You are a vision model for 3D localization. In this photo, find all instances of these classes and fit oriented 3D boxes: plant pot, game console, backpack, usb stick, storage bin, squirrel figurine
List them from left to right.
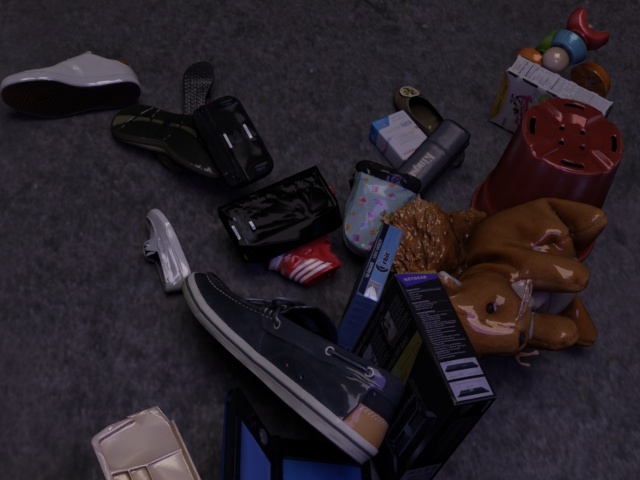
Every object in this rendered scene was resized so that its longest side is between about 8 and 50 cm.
[{"bbox_3d":[-0.239,0.420,1.442,0.123,0.262,0.260,-18,58,-22],"label":"storage bin"},{"bbox_3d":[-0.123,-0.136,1.913,0.213,0.044,0.361,-24,68,-15],"label":"game console"},{"bbox_3d":[-0.031,0.391,1.534,0.173,0.250,0.293,-16,41,11],"label":"game console"},{"bbox_3d":[0.106,-0.055,1.923,0.152,0.115,0.182,20,87,8],"label":"backpack"},{"bbox_3d":[0.207,-0.143,2.041,0.077,0.045,0.278,41,71,6],"label":"usb stick"},{"bbox_3d":[0.277,0.082,1.759,0.397,0.281,0.370,24,36,31],"label":"squirrel figurine"},{"bbox_3d":[0.462,-0.122,1.966,0.272,0.265,0.272,4,52,-5],"label":"plant pot"}]

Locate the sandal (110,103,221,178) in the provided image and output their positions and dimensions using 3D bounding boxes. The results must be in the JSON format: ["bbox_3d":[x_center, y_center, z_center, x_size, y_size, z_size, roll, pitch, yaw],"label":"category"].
[{"bbox_3d":[-0.296,-0.199,2.025,0.302,0.086,0.120,23,57,27],"label":"sandal"}]

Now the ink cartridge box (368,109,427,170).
[{"bbox_3d":[0.175,-0.212,2.123,0.088,0.052,0.122,-24,59,-24],"label":"ink cartridge box"}]

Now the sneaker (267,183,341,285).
[{"bbox_3d":[0.000,0.000,1.928,0.128,0.087,0.221,32,66,5],"label":"sneaker"}]

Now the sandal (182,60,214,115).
[{"bbox_3d":[-0.269,-0.310,2.141,0.067,0.040,0.179,4,67,1],"label":"sandal"}]

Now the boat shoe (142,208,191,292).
[{"bbox_3d":[-0.302,0.021,1.868,0.063,0.066,0.184,-17,67,-22],"label":"boat shoe"}]

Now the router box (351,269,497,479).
[{"bbox_3d":[0.148,0.236,1.613,0.081,0.309,0.243,-6,54,-25],"label":"router box"}]

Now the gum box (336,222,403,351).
[{"bbox_3d":[0.079,0.084,1.691,0.041,0.184,0.157,23,53,0],"label":"gum box"}]

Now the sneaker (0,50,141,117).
[{"bbox_3d":[-0.534,-0.336,2.081,0.290,0.106,0.123,-5,49,-26],"label":"sneaker"}]

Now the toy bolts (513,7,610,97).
[{"bbox_3d":[0.550,-0.385,2.225,0.218,0.228,0.158,45,71,7],"label":"toy bolts"}]

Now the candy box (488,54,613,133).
[{"bbox_3d":[0.501,-0.283,2.162,0.233,0.159,0.071,31,54,15],"label":"candy box"}]

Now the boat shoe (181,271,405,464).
[{"bbox_3d":[-0.052,0.175,1.651,0.500,0.187,0.156,34,81,40],"label":"boat shoe"}]

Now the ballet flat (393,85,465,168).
[{"bbox_3d":[0.242,-0.262,2.168,0.084,0.058,0.250,-17,58,-22],"label":"ballet flat"}]
